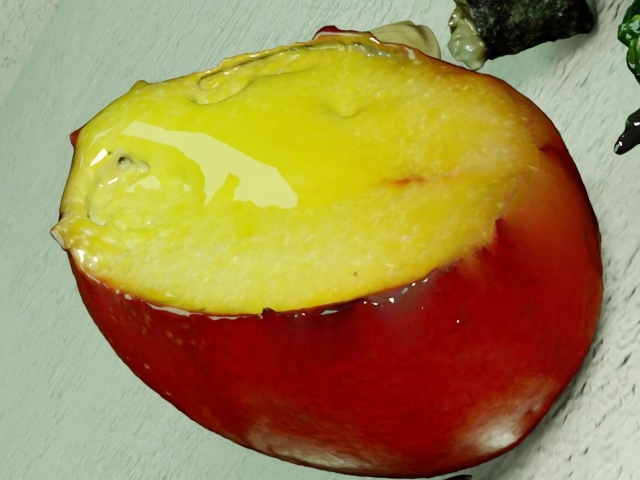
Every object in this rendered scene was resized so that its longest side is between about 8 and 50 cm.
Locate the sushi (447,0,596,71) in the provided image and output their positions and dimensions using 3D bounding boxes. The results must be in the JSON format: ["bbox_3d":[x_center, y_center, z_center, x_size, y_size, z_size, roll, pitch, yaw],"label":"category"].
[{"bbox_3d":[0.125,-0.240,1.263,0.147,0.115,0.212,-83,-19,-56],"label":"sushi"}]

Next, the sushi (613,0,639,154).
[{"bbox_3d":[0.221,-0.053,0.903,0.149,0.140,0.287,-37,33,42],"label":"sushi"}]

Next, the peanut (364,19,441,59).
[{"bbox_3d":[-0.011,-0.027,1.454,0.174,0.158,0.340,106,-176,-71],"label":"peanut"}]

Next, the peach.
[{"bbox_3d":[0.000,0.000,1.117,0.281,0.338,0.281,-62,6,11],"label":"peach"}]

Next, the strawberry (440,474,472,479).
[{"bbox_3d":[0.035,0.204,1.140,0.192,0.140,0.085,-30,73,44],"label":"strawberry"}]
